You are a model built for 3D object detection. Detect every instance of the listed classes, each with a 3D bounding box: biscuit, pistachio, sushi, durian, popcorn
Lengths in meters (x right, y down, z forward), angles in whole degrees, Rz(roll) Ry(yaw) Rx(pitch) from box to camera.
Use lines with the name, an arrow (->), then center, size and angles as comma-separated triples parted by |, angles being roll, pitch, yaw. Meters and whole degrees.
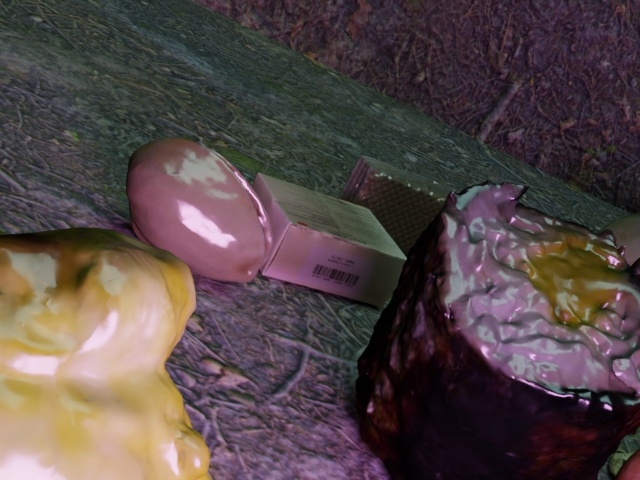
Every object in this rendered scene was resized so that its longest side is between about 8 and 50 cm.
biscuit -> 0.226, -0.026, 1.882 | 0.426, 0.144, 0.078 | 19, 20, -29
pistachio -> -0.160, -0.035, 1.353 | 0.223, 0.152, 0.126 | 46, 14, -5
sushi -> 0.202, 0.135, 1.144 | 0.281, 0.294, 0.299 | 5, 47, -23
durian -> 0.438, 0.321, 1.463 | 0.066, 0.052, 0.130 | -6, 5, 19
popcorn -> -0.209, 0.134, 0.650 | 0.312, 0.312, 0.312 | 26, 19, -9

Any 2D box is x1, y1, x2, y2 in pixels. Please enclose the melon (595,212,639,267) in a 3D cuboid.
melon -> 0.662, 0.066, 2.095 | 0.308, 0.272, 0.272 | 27, 18, -22

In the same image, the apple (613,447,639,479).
apple -> 0.465, 0.320, 1.285 | 0.201, 0.162, 0.201 | 28, 18, -10

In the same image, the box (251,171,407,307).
box -> 0.000, 0.000, 1.561 | 0.212, 0.095, 0.168 | 17, 20, -29
